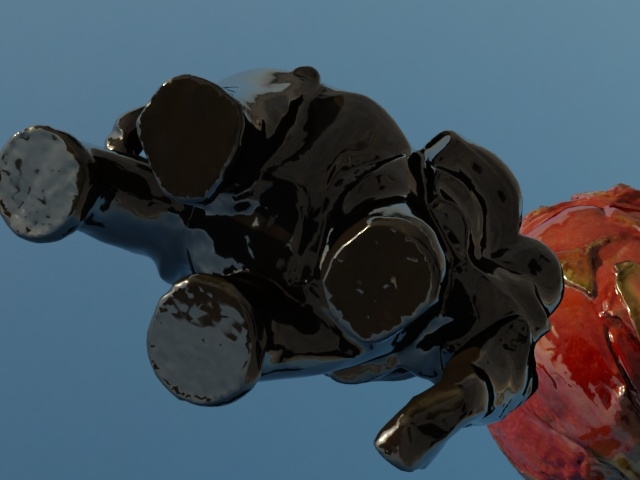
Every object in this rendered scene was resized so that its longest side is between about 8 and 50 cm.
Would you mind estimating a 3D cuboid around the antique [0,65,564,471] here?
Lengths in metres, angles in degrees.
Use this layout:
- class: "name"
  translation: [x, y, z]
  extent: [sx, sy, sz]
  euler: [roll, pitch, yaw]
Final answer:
- class: "antique"
  translation: [0.000, 0.000, 0.872]
  extent: [0.322, 0.185, 0.255]
  euler: [38, -164, 22]

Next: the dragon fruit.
- class: "dragon fruit"
  translation: [0.265, 0.102, 1.257]
  extent: [0.277, 0.277, 0.343]
  euler: [31, -142, -13]
